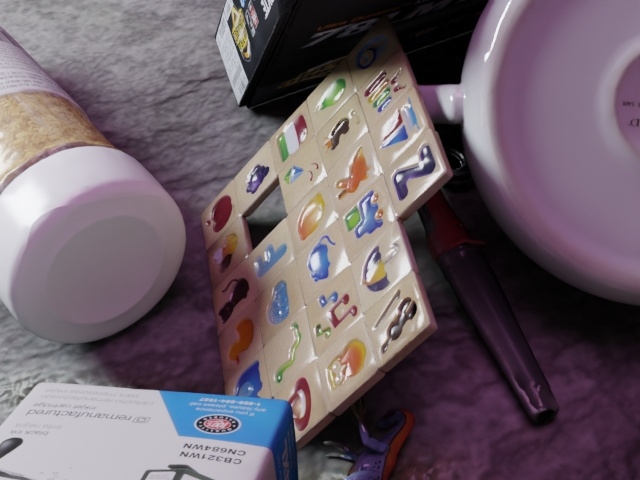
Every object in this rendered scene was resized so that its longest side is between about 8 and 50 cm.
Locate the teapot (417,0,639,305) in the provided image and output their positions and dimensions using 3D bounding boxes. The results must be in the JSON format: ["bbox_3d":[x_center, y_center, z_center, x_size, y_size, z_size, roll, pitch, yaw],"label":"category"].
[{"bbox_3d":[0.199,-0.083,0.692,0.252,0.187,0.256,-45,90,10],"label":"teapot"}]

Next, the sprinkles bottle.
[{"bbox_3d":[-0.230,-0.074,0.799,0.121,0.121,0.355,-30,47,-20],"label":"sprinkles bottle"}]

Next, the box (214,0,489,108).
[{"bbox_3d":[0.085,-0.194,0.773,0.296,0.293,0.073,-20,89,-12],"label":"box"}]

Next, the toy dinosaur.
[{"bbox_3d":[0.027,0.128,0.623,0.082,0.047,0.090,-24,78,-27],"label":"toy dinosaur"}]

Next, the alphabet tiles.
[{"bbox_3d":[0.000,0.000,0.670,0.198,0.009,0.237,-45,37,26],"label":"alphabet tiles"}]

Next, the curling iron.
[{"bbox_3d":[0.100,0.002,0.726,0.068,0.035,0.274,-11,44,-2],"label":"curling iron"}]

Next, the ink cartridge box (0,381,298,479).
[{"bbox_3d":[-0.103,0.154,0.521,0.148,0.085,0.203,3,22,11],"label":"ink cartridge box"}]
